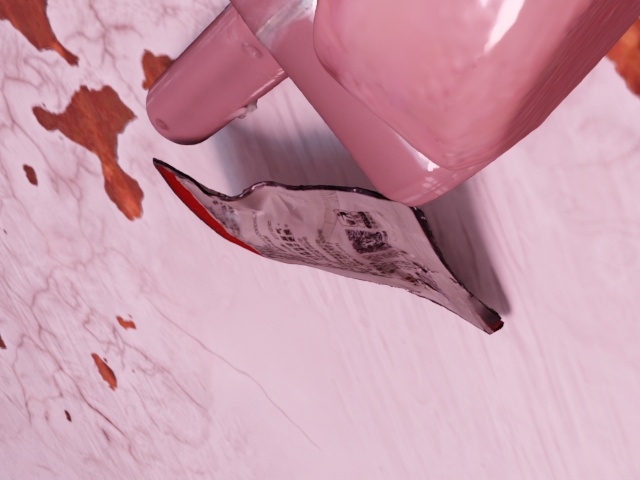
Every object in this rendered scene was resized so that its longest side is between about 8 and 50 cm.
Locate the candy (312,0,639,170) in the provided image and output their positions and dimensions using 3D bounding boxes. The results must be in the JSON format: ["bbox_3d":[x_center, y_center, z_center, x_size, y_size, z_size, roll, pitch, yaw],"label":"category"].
[{"bbox_3d":[0.099,-0.138,0.526,0.094,0.255,0.255,41,142,9],"label":"candy"}]

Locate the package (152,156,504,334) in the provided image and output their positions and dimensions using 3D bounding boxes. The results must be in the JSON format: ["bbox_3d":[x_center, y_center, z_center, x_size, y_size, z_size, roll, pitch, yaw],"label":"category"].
[{"bbox_3d":[0.000,0.000,0.874,0.239,0.030,0.154,11,156,38],"label":"package"}]

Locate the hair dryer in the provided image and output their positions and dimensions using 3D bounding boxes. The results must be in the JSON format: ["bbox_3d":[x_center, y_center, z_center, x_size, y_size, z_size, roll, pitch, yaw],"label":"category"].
[{"bbox_3d":[-0.020,-0.110,0.798,0.210,0.125,0.352,52,153,-7],"label":"hair dryer"}]
